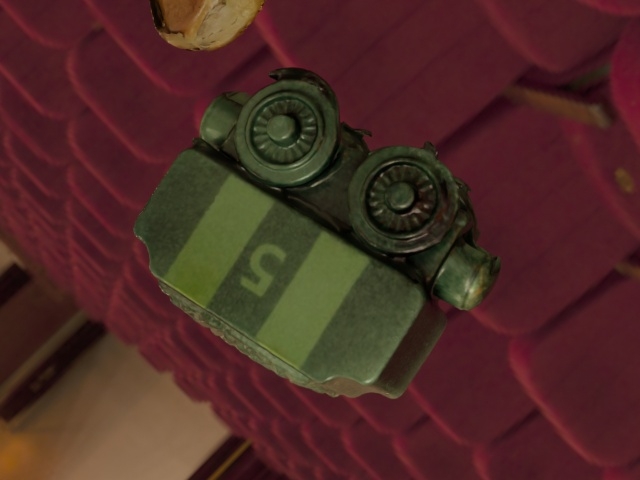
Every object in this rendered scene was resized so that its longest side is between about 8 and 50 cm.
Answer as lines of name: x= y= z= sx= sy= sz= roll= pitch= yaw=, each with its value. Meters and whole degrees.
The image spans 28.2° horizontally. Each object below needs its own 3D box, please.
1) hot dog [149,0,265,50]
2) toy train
hot dog: x=-0.083 y=-0.231 z=0.739 sx=0.068 sy=0.083 sz=0.289 roll=17 pitch=-132 yaw=-43
toy train: x=0.000 y=0.000 z=1.107 sx=0.299 sy=0.238 sz=0.167 roll=33 pitch=177 yaw=20
